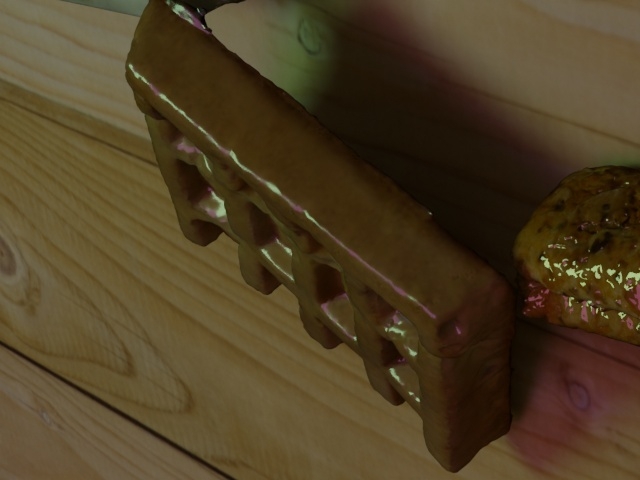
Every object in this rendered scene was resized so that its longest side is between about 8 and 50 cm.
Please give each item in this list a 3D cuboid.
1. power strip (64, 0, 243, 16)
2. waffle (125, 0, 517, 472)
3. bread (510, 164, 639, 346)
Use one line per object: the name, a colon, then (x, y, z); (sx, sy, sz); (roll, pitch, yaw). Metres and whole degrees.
power strip: (-0.185, -0.232, 1.457); (0.367, 0.106, 0.043); (17, 129, 46)
waffle: (0.001, 0.000, 1.316); (0.348, 0.077, 0.304); (40, 166, 22)
bread: (0.216, 0.014, 1.116); (0.211, 0.114, 0.083); (12, 141, 48)
